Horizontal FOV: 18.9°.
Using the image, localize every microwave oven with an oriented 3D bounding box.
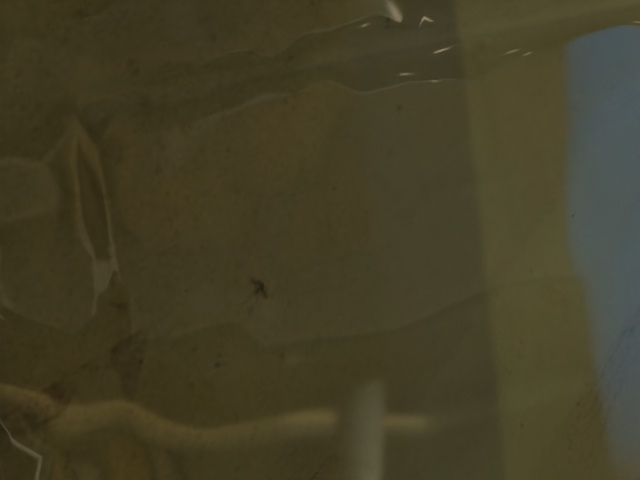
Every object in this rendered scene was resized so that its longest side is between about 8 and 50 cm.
[{"bbox_3d":[0.000,0.000,0.617,0.394,0.333,0.247,-15,15,-38],"label":"microwave oven"}]
